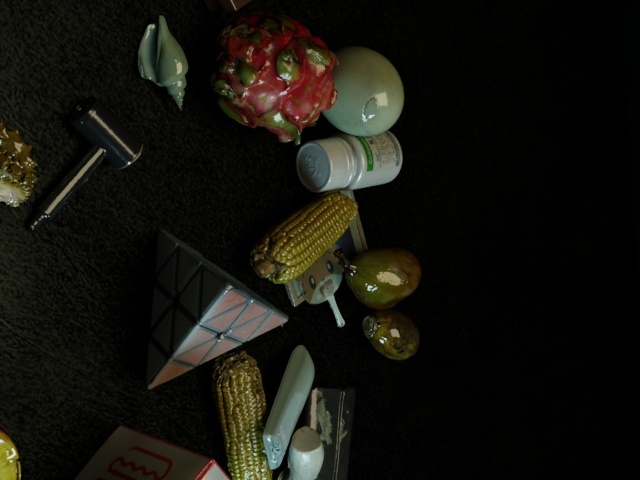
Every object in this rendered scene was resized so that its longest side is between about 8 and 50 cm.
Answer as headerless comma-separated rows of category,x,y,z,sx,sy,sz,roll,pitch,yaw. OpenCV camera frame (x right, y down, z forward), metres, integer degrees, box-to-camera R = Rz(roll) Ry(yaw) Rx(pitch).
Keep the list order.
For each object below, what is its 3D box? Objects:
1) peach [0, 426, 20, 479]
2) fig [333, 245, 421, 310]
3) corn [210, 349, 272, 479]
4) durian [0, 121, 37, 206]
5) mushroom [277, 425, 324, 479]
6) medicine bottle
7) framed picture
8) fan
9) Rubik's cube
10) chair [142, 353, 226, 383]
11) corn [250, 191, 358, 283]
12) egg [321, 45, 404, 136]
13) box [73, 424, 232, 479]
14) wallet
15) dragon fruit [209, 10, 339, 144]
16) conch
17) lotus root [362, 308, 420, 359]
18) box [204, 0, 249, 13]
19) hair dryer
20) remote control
peach,-0.584,0.376,1.226,0.245,0.248,0.274,18,86,-4
fig,0.120,0.075,1.960,0.274,0.170,0.145,23,43,-46
corn,-0.160,0.380,1.753,0.115,0.115,0.317,-22,111,-42
durian,-0.546,-0.128,1.326,0.224,0.078,0.140,3,91,-47
mushroom,-0.044,0.501,1.833,0.081,0.092,0.223,-21,144,-29
medicine bottle,0.065,-0.183,1.904,0.237,0.139,0.139,-13,103,-42
framed picture,0.000,0.000,1.939,0.281,0.019,0.209,-36,119,-38
fan,0.014,0.113,1.945,0.152,0.008,0.226,-41,121,-36
Rubik's cube,-0.213,0.125,1.560,0.229,0.228,0.233,-66,150,-58
chair,-0.255,0.219,1.658,0.101,0.084,0.212,43,64,-35
corn,-0.034,-0.011,1.810,0.322,0.119,0.119,-43,123,-40
egg,0.083,-0.331,1.839,0.187,0.253,0.186,-13,127,-18
box,-0.292,0.561,1.489,0.300,0.312,0.314,-51,126,-30
wallet,0.015,0.508,1.986,0.170,0.044,0.321,11,86,-44
dragon fruit,-0.086,-0.330,1.678,0.303,0.237,0.231,12,107,-56
conch,-0.297,-0.333,1.583,0.065,0.088,0.180,-85,160,-78
lotus root,0.184,0.235,2.076,0.209,0.120,0.120,32,71,-42
box,-0.172,-0.591,1.658,0.215,0.086,0.215,-46,124,-32
hair dryer,-0.435,-0.126,1.457,0.255,0.070,0.128,-54,128,-22
remote control,-0.064,0.354,1.807,0.293,0.051,0.103,-65,151,-53
